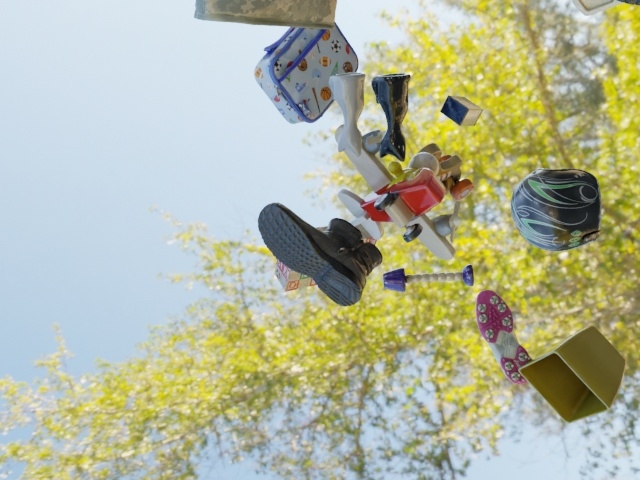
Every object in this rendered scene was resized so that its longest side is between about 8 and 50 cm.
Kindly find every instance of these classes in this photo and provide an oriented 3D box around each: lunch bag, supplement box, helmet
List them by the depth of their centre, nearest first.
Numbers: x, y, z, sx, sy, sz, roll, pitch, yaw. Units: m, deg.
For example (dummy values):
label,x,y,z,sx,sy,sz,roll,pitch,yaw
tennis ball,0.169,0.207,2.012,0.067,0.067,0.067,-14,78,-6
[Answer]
label,x,y,z,sx,sy,sz,roll,pitch,yaw
lunch bag,-0.106,-0.512,1.318,0.287,0.169,0.235,-10,-62,-40
helmet,0.460,-0.061,1.444,0.169,0.161,0.170,0,-90,-81
lunch bag,-0.041,-0.492,2.076,0.303,0.115,0.243,-53,-55,-23
supplement box,0.412,-0.378,2.128,0.083,0.056,0.083,-7,-138,-45

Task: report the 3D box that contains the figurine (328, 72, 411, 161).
label,x,y,z,sx,sy,sz,roll,pitch,yaw
figurine,0.122,-0.306,1.809,0.092,0.214,0.210,-23,-63,-48

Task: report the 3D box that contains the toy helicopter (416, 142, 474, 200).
label,x,y,z,sx,sy,sz,roll,pitch,yaw
toy helicopter,0.345,-0.205,2.321,0.140,0.235,0.355,58,-176,24

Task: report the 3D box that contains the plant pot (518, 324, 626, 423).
label,x,y,z,sx,sy,sz,roll,pitch,yaw
plant pot,0.744,0.368,2.101,0.187,0.212,0.212,-38,-99,-27

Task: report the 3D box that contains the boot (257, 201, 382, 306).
label,x,y,z,sx,sy,sz,roll,pitch,yaw
boot,0.000,0.000,1.861,0.338,0.118,0.223,46,-146,-11

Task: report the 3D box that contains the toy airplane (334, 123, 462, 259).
label,x,y,z,sx,sy,sz,roll,pitch,yaw
toy airplane,0.224,-0.137,2.063,0.384,0.272,0.386,35,165,31

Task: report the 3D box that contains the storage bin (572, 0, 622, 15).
label,x,y,z,sx,sy,sz,roll,pitch,yaw
storage bin,0.584,-0.578,1.365,0.123,0.260,0.262,49,-140,-36

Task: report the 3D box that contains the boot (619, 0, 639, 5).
label,x,y,z,sx,sy,sz,roll,pitch,yaw
boot,0.479,-0.514,1.230,0.246,0.083,0.161,28,-121,-5

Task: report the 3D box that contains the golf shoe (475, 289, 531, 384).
label,x,y,z,sx,sy,sz,roll,pitch,yaw
golf shoe,0.557,0.300,2.277,0.140,0.115,0.306,74,175,-85

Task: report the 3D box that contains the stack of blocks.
label,x,y,z,sx,sy,sz,roll,pitch,yaw
stack of blocks,0.018,0.046,2.274,0.297,0.171,0.087,-10,-135,-28

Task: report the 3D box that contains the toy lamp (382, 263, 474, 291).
label,x,y,z,sx,sy,sz,roll,pitch,yaw
toy lamp,0.328,0.116,2.238,0.080,0.274,0.080,-4,-90,-87
